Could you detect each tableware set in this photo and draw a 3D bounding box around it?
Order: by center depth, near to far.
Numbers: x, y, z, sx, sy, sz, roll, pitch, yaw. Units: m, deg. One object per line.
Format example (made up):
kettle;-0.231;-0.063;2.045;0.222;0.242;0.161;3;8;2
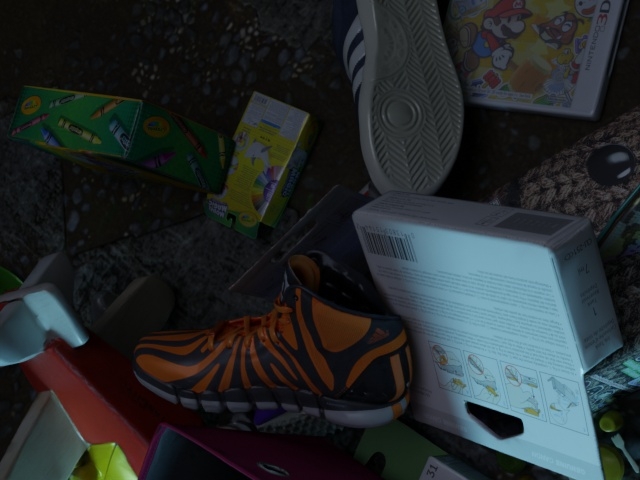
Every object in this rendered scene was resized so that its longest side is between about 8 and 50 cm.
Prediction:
tableware set;0.264;0.233;1.402;0.154;0.024;0.104;-37;75;30

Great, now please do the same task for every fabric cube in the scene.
fabric cube;-0.043;0.361;1.377;0.254;0.258;0.259;25;97;43

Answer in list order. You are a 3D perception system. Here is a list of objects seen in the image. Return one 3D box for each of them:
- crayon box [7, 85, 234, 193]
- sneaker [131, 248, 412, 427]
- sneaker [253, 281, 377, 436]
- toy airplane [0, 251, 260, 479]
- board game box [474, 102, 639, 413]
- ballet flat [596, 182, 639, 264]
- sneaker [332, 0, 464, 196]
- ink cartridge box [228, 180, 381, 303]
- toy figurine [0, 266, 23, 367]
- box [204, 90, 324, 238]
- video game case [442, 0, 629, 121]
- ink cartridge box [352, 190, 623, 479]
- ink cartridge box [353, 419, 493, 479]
crayon box;-0.272;-0.137;1.749;0.278;0.165;0.081;12;84;44
sneaker;-0.057;0.091;1.418;0.321;0.124;0.180;4;121;12
sneaker;0.036;0.121;1.547;0.293;0.102;0.146;-33;62;11
toy airplane;-0.289;0.212;1.568;0.272;0.386;0.384;-39;61;37
board game box;0.334;0.010;1.358;0.291;0.141;0.232;-32;62;22
ballet flat;0.345;-0.059;1.244;0.079;0.077;0.221;33;96;15
sneaker;0.083;-0.196;1.579;0.148;0.131;0.350;136;135;-64
ink cartridge box;0.000;0.000;1.525;0.181;0.224;0.056;-44;61;15
toy figurine;-0.495;0.144;1.898;0.173;0.130;0.159;41;116;9
box;-0.078;-0.096;1.713;0.105;0.043;0.179;26;91;35
video game case;0.249;-0.254;1.552;0.227;0.026;0.206;11;84;35
ink cartridge box;0.174;0.090;1.315;0.296;0.066;0.261;12;126;54
ink cartridge box;0.105;0.315;1.467;0.235;0.056;0.171;29;102;33
